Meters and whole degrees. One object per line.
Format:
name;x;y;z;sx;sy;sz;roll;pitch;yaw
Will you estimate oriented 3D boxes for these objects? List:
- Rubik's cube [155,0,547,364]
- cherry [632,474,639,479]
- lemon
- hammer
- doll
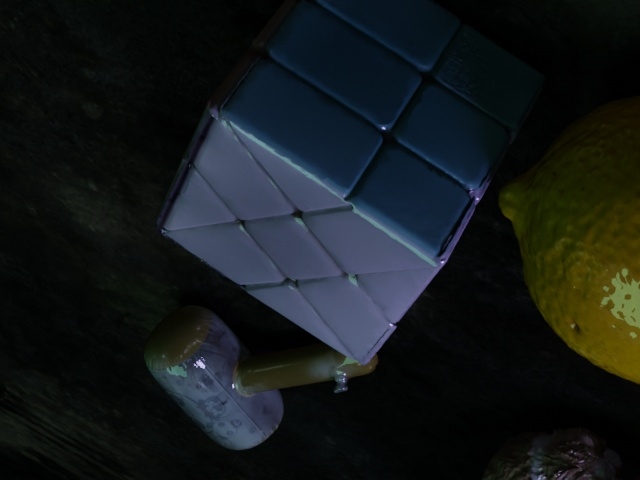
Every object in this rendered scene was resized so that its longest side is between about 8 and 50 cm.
Rubik's cube;0.024;-0.074;1.433;0.231;0.224;0.221;34;148;0
cherry;0.396;0.361;1.746;0.213;0.236;0.285;-124;24;-53
lemon;0.271;-0.003;1.314;0.253;0.228;0.228;34;151;14
hammer;-0.054;0.157;1.989;0.305;0.113;0.202;-10;134;38
doll;0.244;0.264;1.860;0.115;0.105;0.221;-3;172;-26
